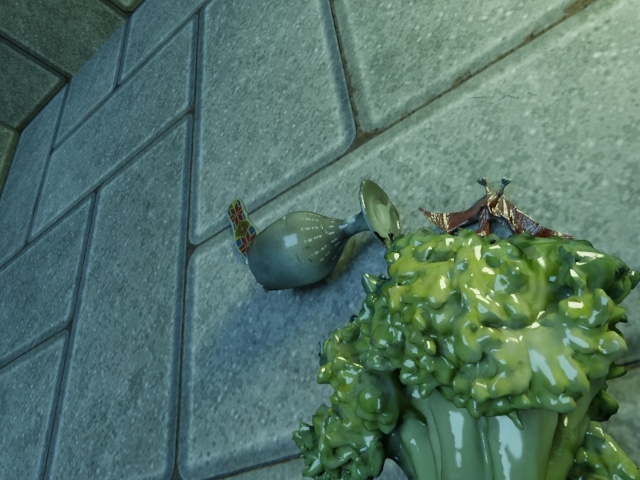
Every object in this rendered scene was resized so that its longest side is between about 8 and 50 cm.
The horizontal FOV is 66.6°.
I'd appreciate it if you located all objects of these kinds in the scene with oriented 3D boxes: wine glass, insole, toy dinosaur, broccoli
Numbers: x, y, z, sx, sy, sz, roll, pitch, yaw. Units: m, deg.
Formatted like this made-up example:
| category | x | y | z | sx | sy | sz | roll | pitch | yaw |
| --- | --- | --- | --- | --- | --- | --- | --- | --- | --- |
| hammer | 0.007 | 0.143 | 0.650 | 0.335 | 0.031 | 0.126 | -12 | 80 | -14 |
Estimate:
| category | x | y | z | sx | sy | sz | roll | pitch | yaw |
| --- | --- | --- | --- | --- | --- | --- | --- | --- | --- |
| wine glass | 0.000 | 0.000 | 0.788 | 0.241 | 0.126 | 0.127 | -25 | 53 | 28 |
| insole | -0.164 | -0.025 | 1.031 | 0.065 | 0.006 | 0.193 | -43 | 46 | 15 |
| toy dinosaur | 0.230 | -0.033 | 0.664 | 0.220 | 0.032 | 0.108 | 12 | 73 | 42 |
| broccoli | 0.150 | 0.154 | 0.425 | 0.348 | 0.293 | 0.281 | 119 | 173 | -52 |
